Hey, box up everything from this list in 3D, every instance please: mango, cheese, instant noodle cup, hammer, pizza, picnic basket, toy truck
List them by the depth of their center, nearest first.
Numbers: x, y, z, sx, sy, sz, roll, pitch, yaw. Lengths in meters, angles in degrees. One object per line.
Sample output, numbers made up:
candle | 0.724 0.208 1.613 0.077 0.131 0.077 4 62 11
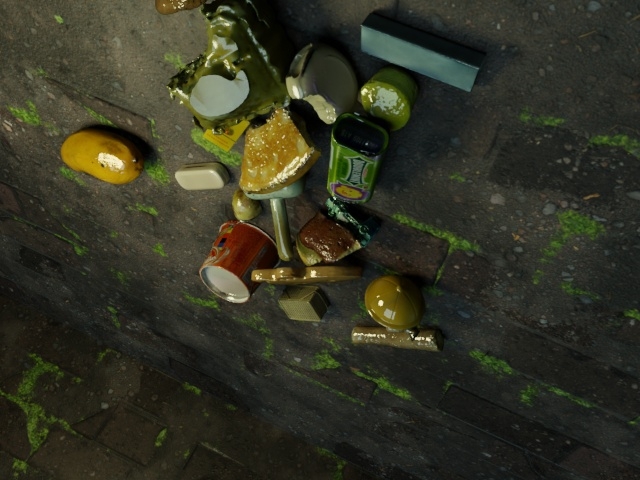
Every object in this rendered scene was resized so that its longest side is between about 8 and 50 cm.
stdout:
cheese | 0.044 -0.337 1.474 0.286 0.163 0.082 37 163 -36
pizza | -0.112 -0.244 1.677 0.089 0.223 0.323 3 163 -43
toy truck | 0.096 -0.068 1.834 0.175 0.081 0.067 45 145 12
hammer | -0.120 -0.083 1.845 0.201 0.113 0.306 1 110 38
mango | -0.735 -0.284 2.083 0.359 0.144 0.187 15 139 24
instant noodle cup | -0.286 0.081 2.163 0.250 0.192 0.250 18 143 15
picnic basket | -0.061 0.228 2.278 0.164 0.080 0.115 0 135 36

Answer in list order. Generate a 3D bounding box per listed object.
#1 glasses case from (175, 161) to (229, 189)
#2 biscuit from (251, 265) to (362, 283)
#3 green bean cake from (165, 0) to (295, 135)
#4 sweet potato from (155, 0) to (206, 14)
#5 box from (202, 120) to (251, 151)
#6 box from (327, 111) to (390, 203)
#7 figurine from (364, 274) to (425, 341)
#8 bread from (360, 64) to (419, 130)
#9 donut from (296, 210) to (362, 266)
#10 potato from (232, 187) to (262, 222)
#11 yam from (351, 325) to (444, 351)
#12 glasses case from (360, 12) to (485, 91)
glasses case | -0.380 -0.205 2.006 0.196 0.050 0.083 2 133 33
biscuit | -0.038 0.115 2.021 0.354 0.052 0.275 -2 174 15
green bean cake | -0.226 -0.408 1.469 0.309 0.202 0.285 -20 124 25
sweet potato | -0.295 -0.603 1.437 0.114 0.092 0.341 59 142 3
box | -0.259 -0.312 1.725 0.086 0.023 0.155 34 142 -15
box | 0.086 -0.191 1.550 0.134 0.097 0.345 16 165 2
figurine | 0.247 0.205 1.970 0.192 0.167 0.257 47 -179 29
bread | 0.163 -0.325 1.424 0.111 0.114 0.129 9 139 26
donut | 0.000 0.000 1.880 0.151 0.112 0.295 56 159 -7
potato | -0.251 -0.117 2.011 0.096 0.066 0.103 5 135 26
yam | 0.261 0.341 2.193 0.356 0.081 0.081 -2 134 35
glasses case | 0.218 -0.411 1.349 0.265 0.056 0.105 24 168 9
